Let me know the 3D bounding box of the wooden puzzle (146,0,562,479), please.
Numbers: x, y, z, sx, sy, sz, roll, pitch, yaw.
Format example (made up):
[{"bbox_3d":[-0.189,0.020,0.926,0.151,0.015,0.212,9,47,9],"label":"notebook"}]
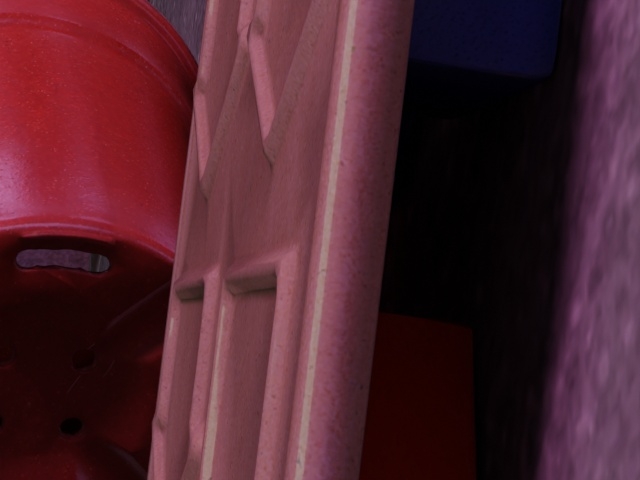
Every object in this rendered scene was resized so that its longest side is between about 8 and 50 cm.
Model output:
[{"bbox_3d":[0.000,0.000,0.562,0.322,0.080,0.348,166,107,-80],"label":"wooden puzzle"}]

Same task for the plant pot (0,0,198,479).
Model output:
[{"bbox_3d":[-0.165,0.015,1.012,0.265,0.272,0.272,-116,34,-58],"label":"plant pot"}]
